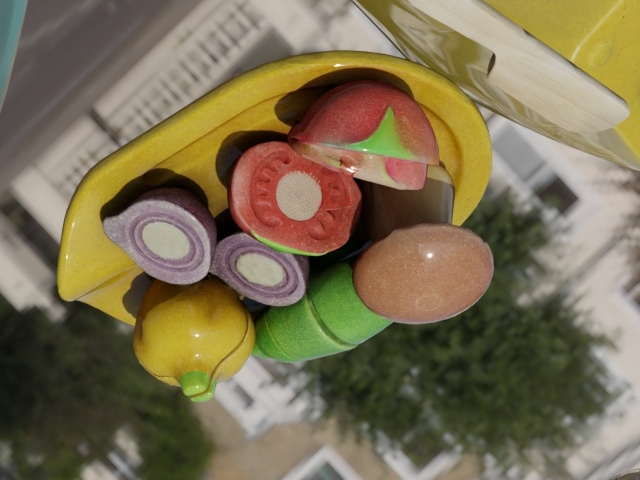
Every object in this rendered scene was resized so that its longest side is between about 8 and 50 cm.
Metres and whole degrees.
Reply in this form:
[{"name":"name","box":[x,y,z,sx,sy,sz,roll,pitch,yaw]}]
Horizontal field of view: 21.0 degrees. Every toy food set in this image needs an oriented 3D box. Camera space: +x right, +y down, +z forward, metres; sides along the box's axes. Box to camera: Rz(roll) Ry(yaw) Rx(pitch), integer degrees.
[{"name":"toy food set","box":[0.000,0.000,0.638,0.218,0.128,0.071,-31,-134,25]}]

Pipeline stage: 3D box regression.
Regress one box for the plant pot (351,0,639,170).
[{"name":"plant pot","box":[0.132,-0.158,0.861,0.212,0.187,0.212,-47,145,4]}]

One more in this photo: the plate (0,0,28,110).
[{"name":"plate","box":[-0.088,-0.078,0.421,0.188,0.024,0.188,-169,-90,-88]}]

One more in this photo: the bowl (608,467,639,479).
[{"name":"bowl","box":[0.218,0.172,1.001,0.170,0.170,0.080,-61,160,-75]}]
